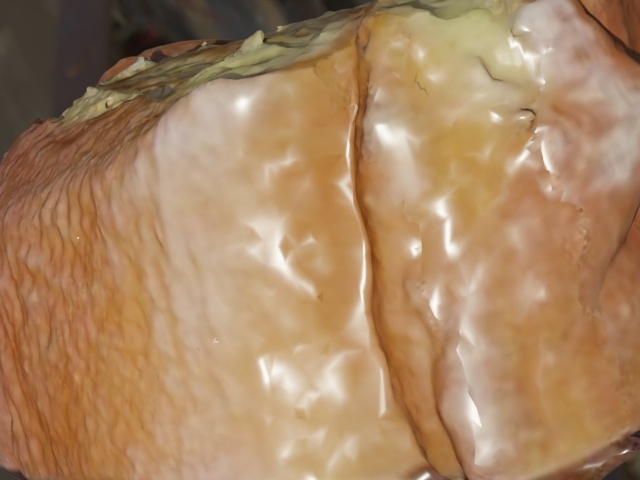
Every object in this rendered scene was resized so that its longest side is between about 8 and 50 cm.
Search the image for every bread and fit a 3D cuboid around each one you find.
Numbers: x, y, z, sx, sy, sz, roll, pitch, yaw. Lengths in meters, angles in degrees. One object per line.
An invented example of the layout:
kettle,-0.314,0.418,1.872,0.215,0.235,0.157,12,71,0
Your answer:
bread,0.011,-0.005,0.538,0.190,0.123,0.244,-23,10,-26
